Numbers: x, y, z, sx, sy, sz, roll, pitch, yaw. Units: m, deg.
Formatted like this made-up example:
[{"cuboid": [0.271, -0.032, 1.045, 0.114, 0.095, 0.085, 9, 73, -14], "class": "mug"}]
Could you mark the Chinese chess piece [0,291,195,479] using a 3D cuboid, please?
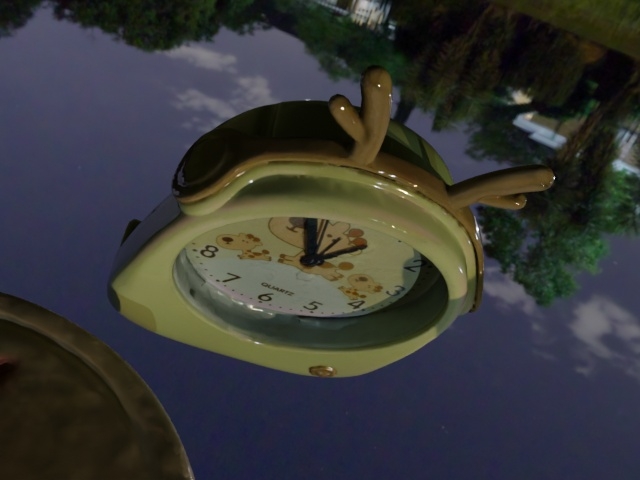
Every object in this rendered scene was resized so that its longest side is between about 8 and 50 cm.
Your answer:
[{"cuboid": [-0.228, 0.175, 0.289, 0.338, 0.140, 0.338, 20, -142, -17], "class": "Chinese chess piece"}]

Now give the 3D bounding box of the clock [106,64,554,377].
[{"cuboid": [0.000, 0.000, 0.413, 0.235, 0.308, 0.096, 23, -127, -22], "class": "clock"}]
